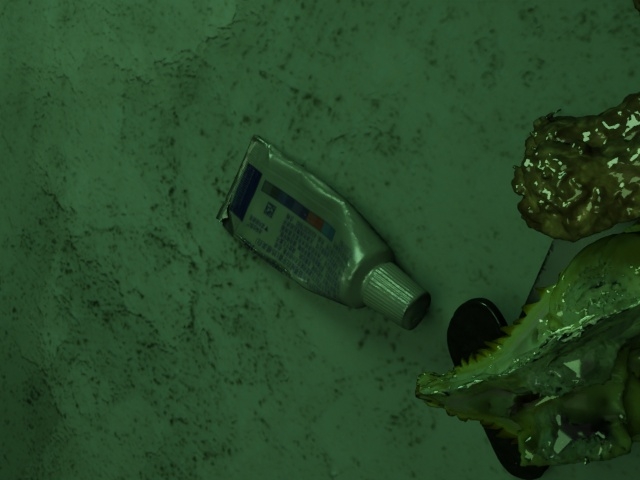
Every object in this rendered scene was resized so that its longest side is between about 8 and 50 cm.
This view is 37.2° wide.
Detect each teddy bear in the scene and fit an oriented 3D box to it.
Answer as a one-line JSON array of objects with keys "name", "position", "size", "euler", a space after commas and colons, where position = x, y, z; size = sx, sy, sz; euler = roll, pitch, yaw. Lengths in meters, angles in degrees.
[{"name": "teddy bear", "position": [0.263, -0.154, 0.706], "size": [0.296, 0.246, 0.222], "euler": [-19, 108, 21]}]

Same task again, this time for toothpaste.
[{"name": "toothpaste", "position": [-0.001, 0.001, 0.973], "size": [0.099, 0.068, 0.282], "euler": [-47, 54, -9]}]

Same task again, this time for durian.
[{"name": "durian", "position": [0.230, 0.087, 0.757], "size": [0.306, 0.166, 0.172], "euler": [-26, 81, 21]}]

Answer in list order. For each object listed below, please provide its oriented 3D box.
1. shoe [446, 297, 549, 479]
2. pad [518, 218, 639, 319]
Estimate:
[{"name": "shoe", "position": [0.172, 0.130, 0.875], "size": [0.071, 0.049, 0.179], "euler": [-12, 103, 47]}, {"name": "pad", "position": [0.297, 0.076, 0.817], "size": [0.245, 0.006, 0.170], "euler": [27, 105, 28]}]
